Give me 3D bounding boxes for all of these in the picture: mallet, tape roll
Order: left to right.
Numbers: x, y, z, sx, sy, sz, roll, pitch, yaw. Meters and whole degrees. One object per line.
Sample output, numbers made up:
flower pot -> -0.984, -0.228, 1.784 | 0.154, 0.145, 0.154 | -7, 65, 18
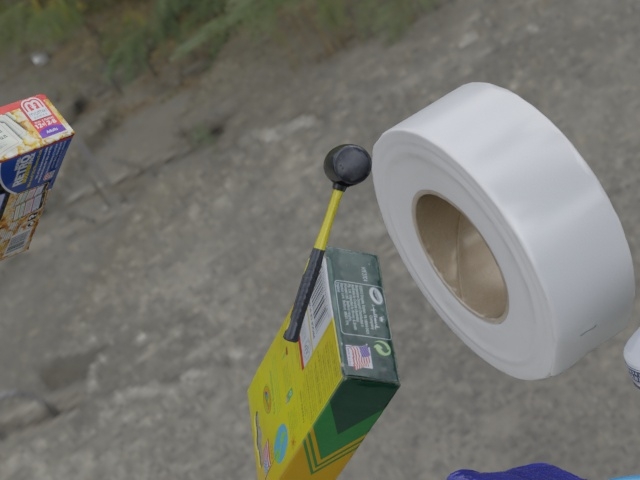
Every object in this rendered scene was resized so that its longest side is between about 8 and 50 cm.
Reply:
mallet -> 0.000, 0.000, 1.301 | 0.062, 0.039, 0.189 | -124, 52, -79
tape roll -> 0.172, -0.006, 1.370 | 0.100, 0.286, 0.286 | -31, 19, -19

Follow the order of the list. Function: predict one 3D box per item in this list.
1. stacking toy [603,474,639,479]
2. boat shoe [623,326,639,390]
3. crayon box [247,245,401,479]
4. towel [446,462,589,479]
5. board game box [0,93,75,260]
stacking toy -> 0.063, 0.227, 0.588 | 0.302, 0.175, 0.166 | -19, -6, -24
boat shoe -> 0.359, 0.059, 1.147 | 0.267, 0.088, 0.096 | -37, 25, -26
crayon box -> -0.004, 0.185, 1.801 | 0.318, 0.081, 0.202 | 120, 152, -44
towel -> 0.357, 0.406, 2.059 | 0.228, 0.076, 0.308 | 1, 9, -35
board game box -> -0.280, -0.017, 1.003 | 0.193, 0.045, 0.146 | -26, -21, -40
